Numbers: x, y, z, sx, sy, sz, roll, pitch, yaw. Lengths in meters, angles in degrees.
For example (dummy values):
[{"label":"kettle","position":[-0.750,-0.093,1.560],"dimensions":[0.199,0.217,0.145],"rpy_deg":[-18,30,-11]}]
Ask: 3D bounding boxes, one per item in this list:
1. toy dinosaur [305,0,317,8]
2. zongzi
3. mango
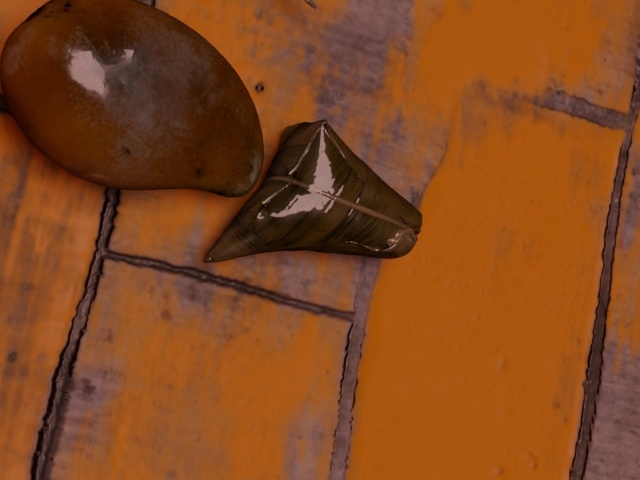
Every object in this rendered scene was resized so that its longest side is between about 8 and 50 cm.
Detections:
[{"label":"toy dinosaur","position":[-0.081,-0.360,1.711],"dimensions":[0.212,0.057,0.142],"rpy_deg":[37,50,-33]},{"label":"zongzi","position":[0.001,0.002,1.696],"dimensions":[0.205,0.094,0.204],"rpy_deg":[41,73,-20]},{"label":"mango","position":[-0.183,-0.141,1.580],"dimensions":[0.316,0.146,0.192],"rpy_deg":[24,83,-31]}]
